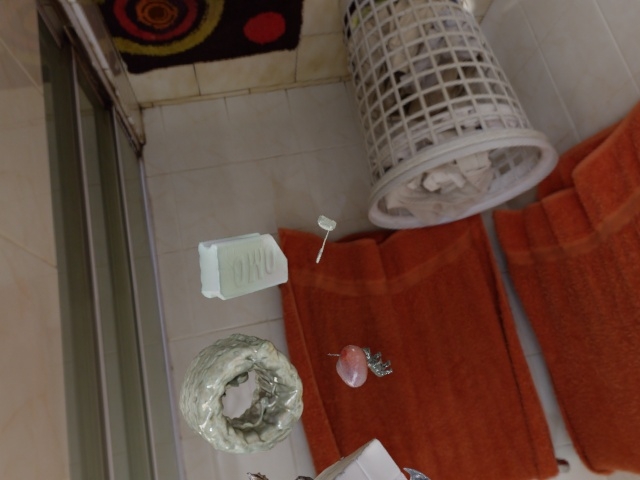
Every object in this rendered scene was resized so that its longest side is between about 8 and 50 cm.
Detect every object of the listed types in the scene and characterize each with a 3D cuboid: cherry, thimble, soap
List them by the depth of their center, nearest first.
[{"bbox_3d":[-0.202,0.384,1.235,0.291,0.292,0.195,1,177,-38],"label":"thimble"},{"bbox_3d":[0.095,0.375,1.440,0.087,0.126,0.106,-2,147,-30],"label":"cherry"},{"bbox_3d":[-0.231,0.072,1.492,0.095,0.173,0.289,4,-170,39],"label":"soap"}]

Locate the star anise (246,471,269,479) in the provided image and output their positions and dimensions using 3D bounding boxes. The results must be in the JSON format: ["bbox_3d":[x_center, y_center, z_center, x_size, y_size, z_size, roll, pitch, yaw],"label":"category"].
[{"bbox_3d":[-0.207,0.895,1.747,0.056,0.129,0.124,-44,141,1],"label":"star anise"}]

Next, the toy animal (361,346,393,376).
[{"bbox_3d":[0.172,0.392,1.574,0.065,0.047,0.136,-32,118,23],"label":"toy animal"}]

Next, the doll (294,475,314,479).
[{"bbox_3d":[-0.026,0.767,1.495,0.091,0.067,0.219,-41,133,20],"label":"doll"}]

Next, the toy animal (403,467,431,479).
[{"bbox_3d":[0.302,0.863,1.575,0.255,0.239,0.176,22,-176,26],"label":"toy animal"}]

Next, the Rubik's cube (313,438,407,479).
[{"bbox_3d":[0.067,0.702,1.131,0.291,0.290,0.292,-21,155,-45],"label":"Rubik's cube"}]

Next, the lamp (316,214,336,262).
[{"bbox_3d":[0.000,0.000,1.538,0.056,0.050,0.198,18,139,-2],"label":"lamp"}]
